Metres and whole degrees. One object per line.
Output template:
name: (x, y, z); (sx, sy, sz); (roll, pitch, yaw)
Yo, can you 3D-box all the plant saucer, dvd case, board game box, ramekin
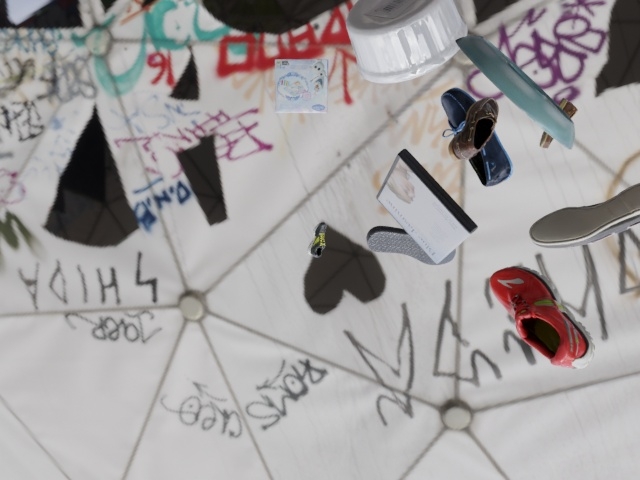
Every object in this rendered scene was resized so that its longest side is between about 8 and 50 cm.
plant saucer: (0.399, -0.306, 1.473); (0.043, 0.318, 0.317); (-46, -157, 21)
dvd case: (0.182, -0.053, 1.330); (0.022, 0.180, 0.253); (-40, 173, -12)
board game box: (-0.032, -0.262, 1.257); (0.090, 0.090, 0.020); (2, -171, 6)
ramekin: (0.195, -0.509, 1.750); (0.277, 0.135, 0.277); (-17, -139, 16)

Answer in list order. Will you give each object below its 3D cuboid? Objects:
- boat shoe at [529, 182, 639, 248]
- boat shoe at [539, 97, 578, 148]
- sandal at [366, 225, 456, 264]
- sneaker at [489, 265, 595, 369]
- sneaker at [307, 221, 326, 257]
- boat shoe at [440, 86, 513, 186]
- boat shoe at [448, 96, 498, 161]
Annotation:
boat shoe: (0.699, -0.042, 1.868); (0.335, 0.095, 0.112); (-21, -128, 10)
boat shoe: (0.674, -0.326, 2.087); (0.060, 0.064, 0.178); (30, -114, 9)
sandal: (0.246, 0.000, 1.970); (0.255, 0.097, 0.054); (13, -146, -15)
sneaker: (0.423, 0.143, 1.471); (0.279, 0.118, 0.107); (51, -54, 44)
sneaker: (0.000, 0.000, 1.654); (0.031, 0.083, 0.035); (1, -155, -42)
boat shoe: (0.362, -0.247, 1.760); (0.089, 0.258, 0.109); (-31, 170, -21)
boat shoe: (0.360, -0.254, 1.658); (0.073, 0.073, 0.207); (-22, -151, 51)
